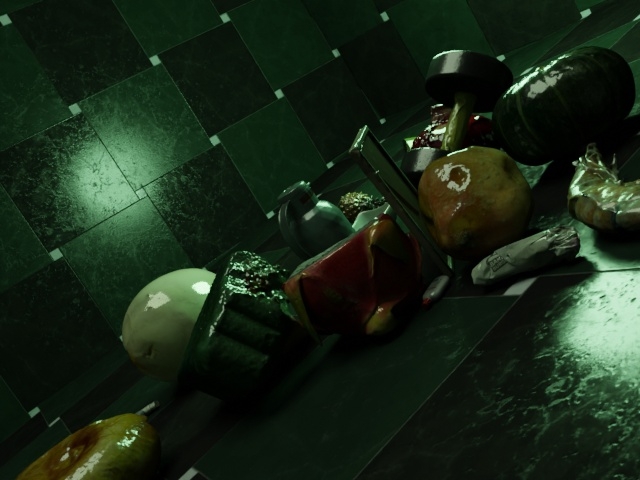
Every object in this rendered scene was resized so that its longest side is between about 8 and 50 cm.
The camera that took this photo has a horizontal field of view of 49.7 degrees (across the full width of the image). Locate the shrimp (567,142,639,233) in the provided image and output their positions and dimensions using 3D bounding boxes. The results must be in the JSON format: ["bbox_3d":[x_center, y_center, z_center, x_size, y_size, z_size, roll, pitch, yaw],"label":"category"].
[{"bbox_3d":[0.507,-0.106,1.104,0.247,0.085,0.360,-24,17,12],"label":"shrimp"}]

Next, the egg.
[{"bbox_3d":[-0.361,0.214,1.862,0.283,0.283,0.345,-29,11,33],"label":"egg"}]

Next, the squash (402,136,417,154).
[{"bbox_3d":[0.311,-0.233,2.022,0.123,0.170,0.170,-22,11,-3],"label":"squash"}]

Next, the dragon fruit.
[{"bbox_3d":[0.076,0.086,1.355,0.291,0.189,0.290,-33,3,2],"label":"dragon fruit"}]

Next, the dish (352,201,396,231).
[{"bbox_3d":[0.124,-0.017,1.871,0.151,0.077,0.212,-27,14,47],"label":"dish"}]

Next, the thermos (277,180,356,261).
[{"bbox_3d":[0.000,0.000,1.632,0.145,0.286,0.182,-28,15,38],"label":"thermos"}]

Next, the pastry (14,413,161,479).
[{"bbox_3d":[-0.473,0.489,1.387,0.356,0.163,0.356,-30,9,5],"label":"pastry"}]

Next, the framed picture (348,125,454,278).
[{"bbox_3d":[0.171,-0.086,1.393,0.024,0.315,0.232,-35,10,19],"label":"framed picture"}]

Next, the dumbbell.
[{"bbox_3d":[0.316,-0.260,1.620,0.204,0.204,0.322,-8,64,68],"label":"dumbbell"}]

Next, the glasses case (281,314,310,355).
[{"bbox_3d":[-0.102,0.211,1.625,0.102,0.070,0.193,-39,11,-7],"label":"glasses case"}]

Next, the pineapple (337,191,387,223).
[{"bbox_3d":[0.143,-0.102,2.155,0.108,0.108,0.198,-43,25,-31],"label":"pineapple"}]

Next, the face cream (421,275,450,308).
[{"bbox_3d":[0.210,0.097,1.281,0.040,0.021,0.083,-24,16,47],"label":"face cream"}]

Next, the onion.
[{"bbox_3d":[0.345,-0.255,1.826,0.252,0.219,0.252,-22,14,6],"label":"onion"}]

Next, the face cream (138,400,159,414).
[{"bbox_3d":[-0.478,0.465,1.844,0.115,0.020,0.038,-36,5,12],"label":"face cream"}]

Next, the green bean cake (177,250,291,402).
[{"bbox_3d":[-0.159,0.169,1.433,0.300,0.169,0.308,-70,11,-23],"label":"green bean cake"}]

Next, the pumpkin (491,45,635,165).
[{"bbox_3d":[0.514,-0.277,1.456,0.300,0.207,0.300,-33,-3,-2],"label":"pumpkin"}]

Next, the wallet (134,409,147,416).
[{"bbox_3d":[-0.550,0.528,1.755,0.222,0.036,0.167,-34,11,7],"label":"wallet"}]

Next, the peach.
[{"bbox_3d":[0.278,-0.062,1.257,0.214,0.214,0.235,-31,20,23],"label":"peach"}]

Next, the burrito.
[{"bbox_3d":[0.328,0.028,1.118,0.203,0.064,0.064,-27,14,45],"label":"burrito"}]
